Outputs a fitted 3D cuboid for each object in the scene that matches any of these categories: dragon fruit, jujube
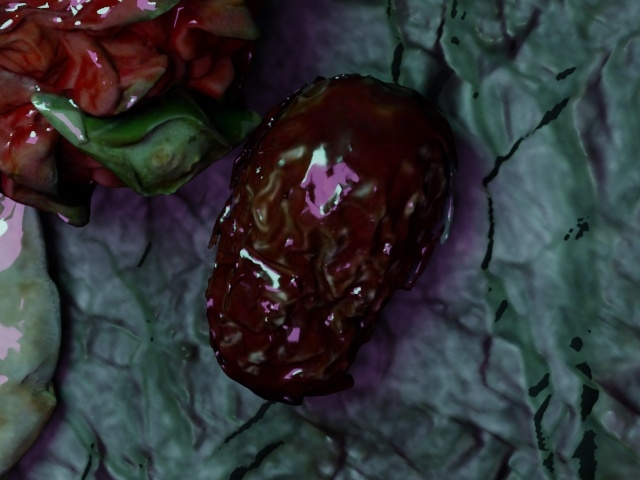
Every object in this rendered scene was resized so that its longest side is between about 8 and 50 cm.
[{"bbox_3d":[-0.140,-0.144,0.890,0.234,0.234,0.293,-47,54,21],"label":"dragon fruit"},{"bbox_3d":[-0.004,-0.002,0.910,0.104,0.104,0.166,31,110,10],"label":"jujube"}]

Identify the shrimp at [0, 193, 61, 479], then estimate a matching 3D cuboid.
[{"bbox_3d":[-0.282,-0.011,1.016,0.360,0.085,0.247,41,107,0],"label":"shrimp"}]
